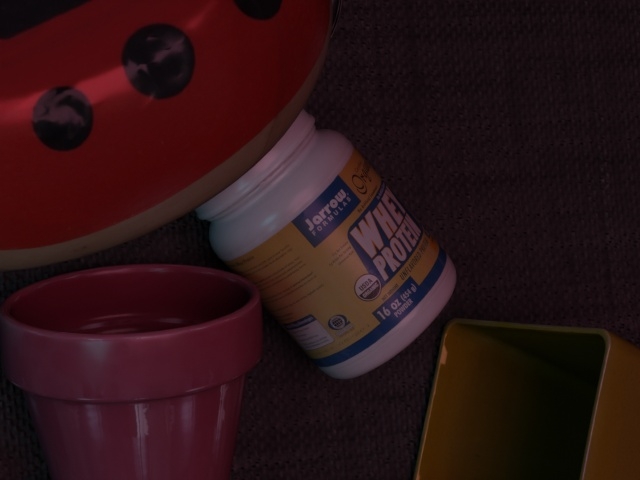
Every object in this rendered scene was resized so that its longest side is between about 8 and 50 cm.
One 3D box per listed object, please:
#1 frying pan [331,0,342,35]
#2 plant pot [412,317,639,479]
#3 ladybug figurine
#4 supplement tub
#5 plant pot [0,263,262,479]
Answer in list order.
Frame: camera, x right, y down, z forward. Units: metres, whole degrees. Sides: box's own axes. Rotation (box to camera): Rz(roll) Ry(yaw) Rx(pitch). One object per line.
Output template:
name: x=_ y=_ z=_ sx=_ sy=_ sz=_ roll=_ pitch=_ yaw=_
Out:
frying pan: x=-0.090 y=-0.283 z=1.478 sx=0.197 sy=0.053 sz=0.326 roll=-25 pitch=100 yaw=-22
plant pot: x=0.222 y=0.193 z=1.503 sx=0.187 sy=0.212 sz=0.212 roll=16 pitch=81 yaw=-33
ladybug figurine: x=-0.190 y=-0.152 z=1.319 sx=0.449 sy=0.162 sz=0.305 roll=-27 pitch=74 yaw=-13
supplement tub: x=0.000 y=0.000 z=1.444 sx=0.144 sy=0.144 sz=0.199 roll=-46 pitch=104 yaw=-17
plant pot: x=-0.142 y=0.129 z=1.367 sx=0.201 sy=0.201 sz=0.180 roll=-9 pitch=106 yaw=-22
